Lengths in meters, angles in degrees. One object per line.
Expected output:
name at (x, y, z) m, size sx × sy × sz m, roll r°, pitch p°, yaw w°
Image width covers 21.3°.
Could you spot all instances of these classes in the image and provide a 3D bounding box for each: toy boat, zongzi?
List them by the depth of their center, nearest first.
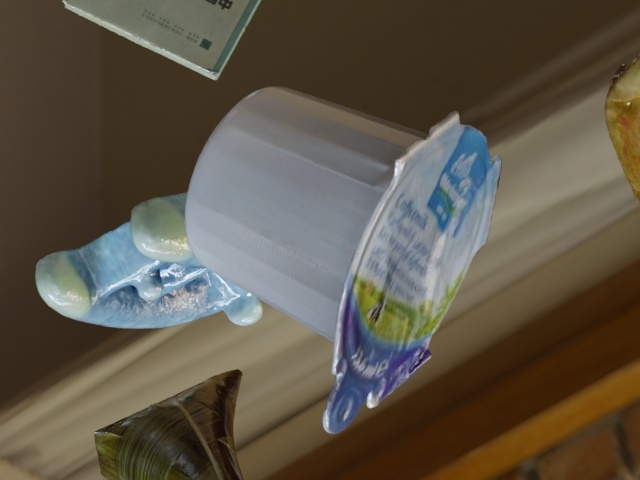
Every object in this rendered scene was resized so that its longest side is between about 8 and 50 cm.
toy boat at (-0.148, 0.040, 1.798) m, size 0.123 × 0.215 × 0.330 m, roll 64°, pitch -162°, yaw 11°
zongzi at (-0.112, 0.255, 2.066) m, size 0.241 × 0.111 × 0.247 m, roll -31°, pitch -138°, yaw -33°

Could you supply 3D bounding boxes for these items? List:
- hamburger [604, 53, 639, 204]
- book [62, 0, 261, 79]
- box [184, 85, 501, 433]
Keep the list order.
hamburger at (0.356, -0.067, 1.536) m, size 0.155 × 0.282 × 0.245 m, roll -25°, pitch -136°, yaw -29°
book at (-0.157, -0.355, 2.080) m, size 0.215 × 0.025 × 0.283 m, roll 25°, pitch -110°, yaw 1°
box at (0.000, 0.000, 1.515) m, size 0.206 × 0.291 × 0.262 m, roll 26°, pitch 179°, yaw 26°
